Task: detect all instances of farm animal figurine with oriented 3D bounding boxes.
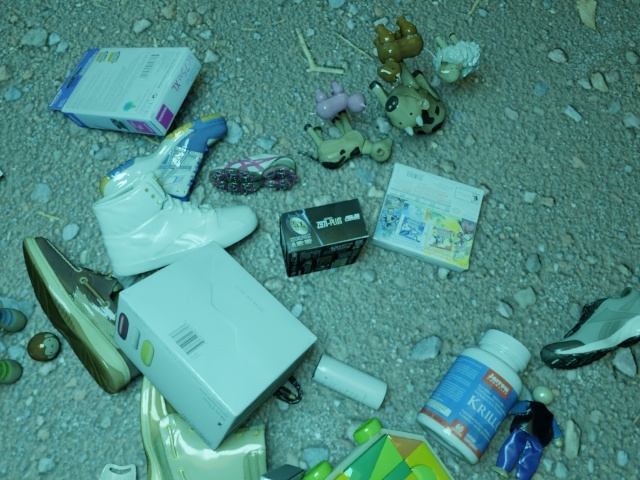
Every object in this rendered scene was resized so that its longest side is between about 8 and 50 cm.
[{"bbox_3d":[0.155,-0.270,0.963,0.326,0.330,0.172,-14,68,-38],"label":"farm animal figurine"}]

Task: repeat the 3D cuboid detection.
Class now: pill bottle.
[{"bbox_3d":[0.286,0.275,0.837,0.124,0.124,0.221,38,74,8],"label":"pill bottle"}]

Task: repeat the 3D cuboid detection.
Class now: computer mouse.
[{"bbox_3d":[-0.145,0.244,0.862,0.241,0.041,0.071,21,71,2],"label":"computer mouse"}]

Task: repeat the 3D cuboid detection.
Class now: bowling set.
[{"bbox_3d":[-0.583,0.171,0.796,0.199,0.154,0.287,-10,73,-7],"label":"bowling set"}]

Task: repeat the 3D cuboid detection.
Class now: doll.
[{"bbox_3d":[0.386,0.356,0.858,0.129,0.046,0.189,33,73,6],"label":"doll"}]

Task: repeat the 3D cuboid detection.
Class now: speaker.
[{"bbox_3d":[0.054,0.265,0.861,0.136,0.055,0.055,24,72,4],"label":"speaker"}]

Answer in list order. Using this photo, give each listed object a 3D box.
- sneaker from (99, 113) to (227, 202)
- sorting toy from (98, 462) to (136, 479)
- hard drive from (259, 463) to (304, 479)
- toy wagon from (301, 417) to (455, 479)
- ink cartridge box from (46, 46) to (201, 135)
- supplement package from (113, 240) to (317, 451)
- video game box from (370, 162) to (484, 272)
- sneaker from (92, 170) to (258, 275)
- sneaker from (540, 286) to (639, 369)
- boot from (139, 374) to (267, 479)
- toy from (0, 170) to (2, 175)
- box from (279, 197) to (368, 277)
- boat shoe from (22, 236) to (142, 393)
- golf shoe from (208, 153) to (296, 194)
[{"bbox_3d":[-0.300,-0.145,0.961,0.296,0.112,0.131,-40,99,-15],"label":"sneaker"},{"bbox_3d":[-0.351,0.426,0.790,0.083,0.045,0.075,4,64,-2],"label":"sorting toy"},{"bbox_3d":[-0.098,0.514,0.691,0.040,0.203,0.308,13,71,12],"label":"hard drive"},{"bbox_3d":[0.081,0.486,0.763,0.344,0.068,0.267,-31,76,-25],"label":"toy wagon"},{"bbox_3d":[-0.422,-0.325,0.981,0.310,0.065,0.186,12,70,23],"label":"ink cartridge box"},{"bbox_3d":[-0.181,0.168,0.781,0.262,0.145,0.204,41,43,14],"label":"supplement package"},{"bbox_3d":[0.229,-0.050,0.980,0.205,0.048,0.187,18,70,3],"label":"video game box"},{"bbox_3d":[-0.269,-0.056,0.870,0.292,0.108,0.169,-20,116,-20],"label":"sneaker"},{"bbox_3d":[0.546,0.175,0.911,0.271,0.100,0.108,-19,60,-13],"label":"sneaker"},{"bbox_3d":[-0.198,0.334,0.800,0.203,0.095,0.262,-12,75,-7],"label":"boot"},{"bbox_3d":[-0.778,-0.098,0.924,0.137,0.056,0.237,42,69,13],"label":"toy"},{"bbox_3d":[0.000,0.000,0.878,0.147,0.180,0.078,-12,73,-7],"label":"box"},{"bbox_3d":[-0.429,0.118,0.860,0.342,0.123,0.123,45,45,15],"label":"boat shoe"},{"bbox_3d":[-0.145,-0.147,0.985,0.185,0.068,0.086,-3,45,-5],"label":"golf shoe"}]
